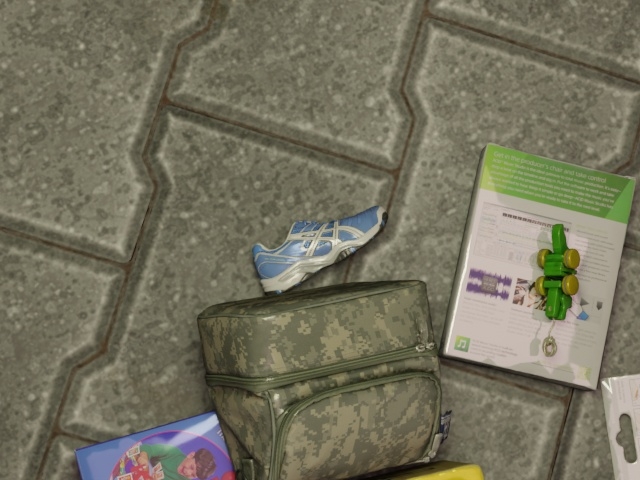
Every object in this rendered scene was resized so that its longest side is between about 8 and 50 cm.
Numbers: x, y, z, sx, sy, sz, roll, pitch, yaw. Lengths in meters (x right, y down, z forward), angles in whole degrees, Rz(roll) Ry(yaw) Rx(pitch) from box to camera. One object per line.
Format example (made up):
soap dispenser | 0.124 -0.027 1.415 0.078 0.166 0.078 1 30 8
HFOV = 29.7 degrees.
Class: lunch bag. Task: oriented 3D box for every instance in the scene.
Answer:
lunch bag | 0.011 0.195 1.609 0.305 0.212 0.256 -9 93 -31

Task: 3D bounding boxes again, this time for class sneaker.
sneaker | 0.000 0.000 1.724 0.211 0.080 0.081 -29 89 -10

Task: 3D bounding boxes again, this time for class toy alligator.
toy alligator | 0.340 0.072 1.708 0.051 0.056 0.189 13 79 -45

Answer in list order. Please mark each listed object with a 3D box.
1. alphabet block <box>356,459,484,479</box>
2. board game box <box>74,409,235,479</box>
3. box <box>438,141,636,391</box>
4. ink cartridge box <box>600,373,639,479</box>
alphabet block | 0.125 0.407 1.620 0.193 0.197 0.192 -14 84 -8
board game box | -0.176 0.421 1.648 0.233 0.078 0.347 -15 84 -7
box | 0.317 0.039 1.764 0.232 0.058 0.322 14 82 -4
ink cartridge box | 0.540 0.277 1.765 0.232 0.066 0.189 -9 83 14
